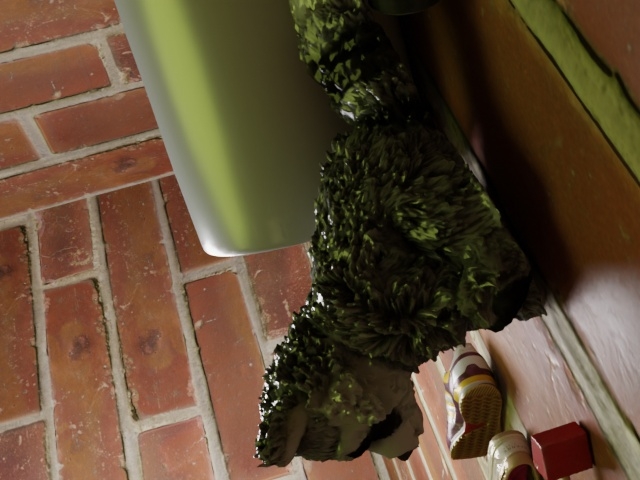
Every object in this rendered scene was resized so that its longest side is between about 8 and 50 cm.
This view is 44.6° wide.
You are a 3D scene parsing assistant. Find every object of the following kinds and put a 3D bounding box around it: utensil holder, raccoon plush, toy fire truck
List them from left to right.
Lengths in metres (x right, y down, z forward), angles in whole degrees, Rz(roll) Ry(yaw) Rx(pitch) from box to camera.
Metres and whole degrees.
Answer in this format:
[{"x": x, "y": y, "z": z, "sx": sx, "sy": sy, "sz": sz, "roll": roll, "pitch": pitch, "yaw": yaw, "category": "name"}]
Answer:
[{"x": -0.053, "y": -0.212, "z": 0.932, "sx": 0.327, "sy": 0.327, "sz": 0.385, "roll": -135, "pitch": 27, "yaw": -77, "category": "utensil holder"}, {"x": 0.000, "y": 0.000, "z": 0.768, "sx": 0.446, "sy": 0.299, "sz": 0.216, "roll": 61, "pitch": -175, "yaw": 14, "category": "raccoon plush"}, {"x": 0.251, "y": 0.278, "z": 0.706, "sx": 0.135, "sy": 0.047, "sz": 0.192, "roll": -122, "pitch": 17, "yaw": -70, "category": "toy fire truck"}]

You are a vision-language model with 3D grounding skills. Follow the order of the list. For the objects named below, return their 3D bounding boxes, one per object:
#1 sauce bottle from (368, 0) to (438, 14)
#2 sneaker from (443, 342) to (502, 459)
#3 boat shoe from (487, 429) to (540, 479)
[{"x": 0.051, "y": -0.349, "z": 0.601, "sx": 0.111, "sy": 0.111, "sz": 0.344, "roll": -113, "pitch": 10, "yaw": -47, "category": "sauce bottle"}, {"x": 0.193, "y": 0.209, "z": 1.003, "sx": 0.185, "sy": 0.069, "sz": 0.084, "roll": 89, "pitch": 173, "yaw": -45, "category": "sneaker"}, {"x": 0.227, "y": 0.305, "z": 0.909, "sx": 0.059, "sy": 0.063, "sz": 0.170, "roll": -106, "pitch": 3, "yaw": -65, "category": "boat shoe"}]
